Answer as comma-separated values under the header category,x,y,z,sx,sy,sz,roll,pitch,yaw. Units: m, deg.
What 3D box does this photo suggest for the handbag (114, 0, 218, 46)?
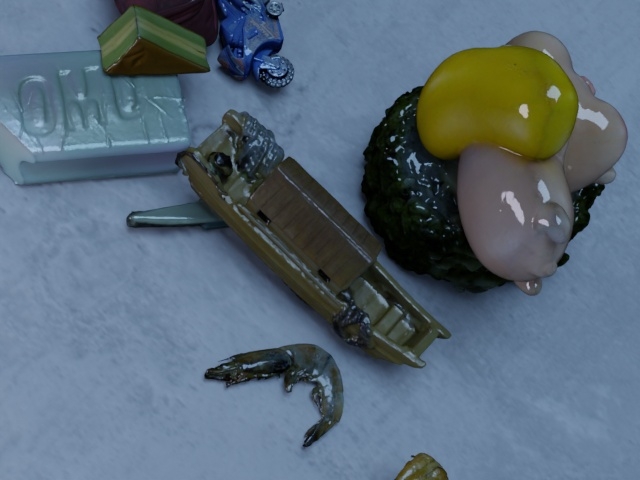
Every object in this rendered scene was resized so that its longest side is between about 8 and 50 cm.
category,x,y,z,sx,sy,sz,roll,pitch,yaw
handbag,-0.236,-0.396,1.930,0.146,0.135,0.225,-12,68,3

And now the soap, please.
category,x,y,z,sx,sy,sz,roll,pitch,yaw
soap,-0.343,-0.179,1.828,0.289,0.095,0.173,-6,67,-20

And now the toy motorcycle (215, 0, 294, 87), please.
category,x,y,z,sx,sy,sz,roll,pitch,yaw
toy motorcycle,-0.113,-0.319,1.986,0.114,0.076,0.205,-10,68,-14

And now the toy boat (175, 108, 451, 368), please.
category,x,y,z,sx,sy,sz,roll,pitch,yaw
toy boat,0.000,0.000,1.790,0.445,0.162,0.136,46,59,-4

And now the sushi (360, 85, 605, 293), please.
category,x,y,z,sx,sy,sz,roll,pitch,yaw
sushi,0.241,-0.077,1.920,0.351,0.178,0.294,2,67,-16

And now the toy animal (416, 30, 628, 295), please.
category,x,y,z,sx,sy,sz,roll,pitch,yaw
toy animal,0.309,-0.131,1.728,0.246,0.277,0.345,-10,68,-30

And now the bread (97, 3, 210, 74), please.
category,x,y,z,sx,sy,sz,roll,pitch,yaw
bread,-0.236,-0.268,1.846,0.139,0.084,0.074,18,47,-45

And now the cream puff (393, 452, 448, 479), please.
category,x,y,z,sx,sy,sz,roll,pitch,yaw
cream puff,0.123,0.351,1.704,0.104,0.119,0.133,49,29,5

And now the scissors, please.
category,x,y,z,sx,sy,sz,roll,pitch,yaw
scissors,-0.140,-0.043,1.859,0.289,0.041,0.138,-6,68,-24

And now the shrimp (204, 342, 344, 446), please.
category,x,y,z,sx,sy,sz,roll,pitch,yaw
shrimp,-0.056,0.216,1.770,0.195,0.035,0.148,-6,70,-22
